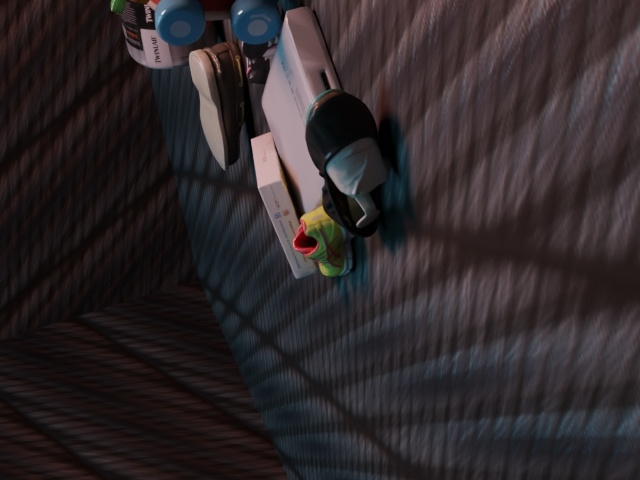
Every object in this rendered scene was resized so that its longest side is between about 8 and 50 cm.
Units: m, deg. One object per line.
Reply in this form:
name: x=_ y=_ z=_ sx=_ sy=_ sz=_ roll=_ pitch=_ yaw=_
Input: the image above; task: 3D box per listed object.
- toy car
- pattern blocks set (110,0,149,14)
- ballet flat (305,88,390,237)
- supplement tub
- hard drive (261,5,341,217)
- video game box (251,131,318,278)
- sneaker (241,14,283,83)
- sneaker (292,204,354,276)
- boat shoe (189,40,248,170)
toy car: x=-0.152 y=-0.438 z=1.604 sx=0.238 sy=0.210 sz=0.219 roll=99 pitch=164 yaw=-47
pattern blocks set: x=-0.231 y=-0.457 z=1.566 sx=0.325 sy=0.026 sz=0.285 roll=-46 pitch=36 yaw=48
ballet flat: x=0.046 y=-0.088 z=1.449 sx=0.096 sy=0.095 sz=0.280 roll=56 pitch=173 yaw=25
supplement tub: x=-0.319 y=-0.519 z=2.252 sx=0.193 sy=0.194 sz=0.316 roll=-118 pitch=15 yaw=-44
hard drive: x=-0.020 y=-0.177 z=1.711 sx=0.353 sy=0.047 sz=0.233 roll=125 pitch=127 yaw=-75
video game box: x=-0.062 y=-0.062 z=1.915 sx=0.205 sy=0.048 sz=0.187 roll=-104 pitch=-5 yaw=-62
sneaker: x=-0.100 y=-0.329 z=1.822 sx=0.178 sy=0.072 sz=0.077 roll=112 pitch=151 yaw=-63
sneaker: x=0.000 y=0.000 z=1.752 sx=0.208 sy=0.094 sz=0.081 roll=92 pitch=157 yaw=-61
boat shoe: x=-0.192 y=-0.269 z=2.280 sx=0.109 sy=0.091 sz=0.305 roll=49 pitch=157 yaw=36
